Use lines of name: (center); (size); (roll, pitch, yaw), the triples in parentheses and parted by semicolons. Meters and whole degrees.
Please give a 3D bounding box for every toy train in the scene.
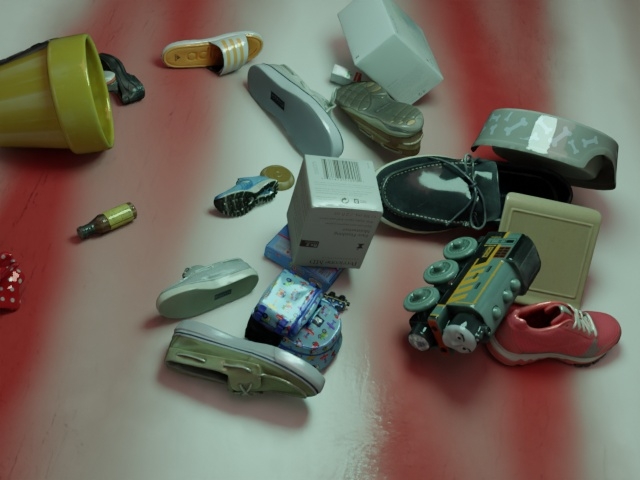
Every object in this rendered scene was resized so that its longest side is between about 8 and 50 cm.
toy train: (-0.016, 0.113, 1.803); (0.158, 0.027, 0.036); (18, 50, 1)
toy train: (0.309, 0.103, 1.776); (0.190, 0.142, 0.334); (-1, 35, 42)

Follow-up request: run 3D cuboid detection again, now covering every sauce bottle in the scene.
sauce bottle: (-0.443, -0.040, 1.812); (0.128, 0.042, 0.042); (-26, 60, -35)

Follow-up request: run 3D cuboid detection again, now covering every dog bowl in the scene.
dog bowl: (0.535, -0.216, 2.059); (0.348, 0.349, 0.102); (18, 91, 1)

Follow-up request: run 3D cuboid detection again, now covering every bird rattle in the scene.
bird rattle: (-0.678, 0.039, 1.652); (0.207, 0.143, 0.253); (-17, 67, -14)

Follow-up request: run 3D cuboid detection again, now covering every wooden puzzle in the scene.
wooden puzzle: (0.489, 0.029, 1.931); (0.221, 0.239, 0.044); (11, 3, -6)

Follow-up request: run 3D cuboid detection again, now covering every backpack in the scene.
backpack: (-0.038, 0.161, 1.693); (0.173, 0.117, 0.158); (33, 49, 11)

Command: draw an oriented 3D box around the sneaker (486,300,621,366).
sneaker: (0.504, 0.185, 1.808); (0.313, 0.136, 0.116); (-4, 51, -19)

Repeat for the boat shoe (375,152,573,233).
boat shoe: (0.345, -0.109, 1.989); (0.500, 0.156, 0.187); (3, 81, -15)

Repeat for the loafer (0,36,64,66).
loafer: (-0.678, -0.418, 2.054); (0.095, 0.109, 0.302); (38, 53, 25)

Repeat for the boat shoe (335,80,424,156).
boat shoe: (0.139, -0.298, 2.168); (0.123, 0.116, 0.324); (-27, 40, -16)

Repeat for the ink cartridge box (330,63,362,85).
ink cartridge box: (0.085, -0.423, 2.295); (0.115, 0.063, 0.029); (19, 81, 2)

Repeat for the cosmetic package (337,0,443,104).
cosmetic package: (0.181, -0.507, 2.279); (0.224, 0.138, 0.224); (30, 33, -41)

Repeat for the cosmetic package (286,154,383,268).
cosmetic package: (0.025, -0.057, 1.806); (0.151, 0.184, 0.151); (3, 48, -14)

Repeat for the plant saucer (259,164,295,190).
plant saucer: (-0.099, -0.150, 2.028); (0.083, 0.015, 0.083); (8, 47, -9)

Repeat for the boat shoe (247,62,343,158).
boat shoe: (-0.023, -0.325, 2.145); (0.156, 0.136, 0.367); (-17, 45, -32)

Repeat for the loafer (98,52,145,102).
loafer: (-0.498, -0.394, 2.111); (0.061, 0.062, 0.170); (-34, 63, -32)

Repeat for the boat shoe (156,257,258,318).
boat shoe: (-0.234, 0.089, 1.737); (0.227, 0.079, 0.081); (-16, 48, -35)

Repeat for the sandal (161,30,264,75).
sandal: (-0.267, -0.460, 2.217); (0.265, 0.102, 0.076); (-12, 54, -14)

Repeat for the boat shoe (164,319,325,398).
boat shoe: (-0.143, 0.240, 1.614); (0.302, 0.109, 0.094); (17, 61, 12)

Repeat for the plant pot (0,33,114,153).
plant pot: (-0.593, -0.303, 1.889); (0.239, 0.254, 0.254); (-10, 50, -3)

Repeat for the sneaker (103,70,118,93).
sneaker: (-0.549, -0.344, 2.052); (0.158, 0.065, 0.061); (-15, 39, 3)

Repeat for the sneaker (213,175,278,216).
sneaker: (-0.174, -0.104, 1.948); (0.162, 0.063, 0.073); (-22, 40, -36)

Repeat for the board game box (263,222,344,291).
board game box: (0.000, 0.000, 1.902); (0.160, 0.039, 0.211); (30, 48, 12)
